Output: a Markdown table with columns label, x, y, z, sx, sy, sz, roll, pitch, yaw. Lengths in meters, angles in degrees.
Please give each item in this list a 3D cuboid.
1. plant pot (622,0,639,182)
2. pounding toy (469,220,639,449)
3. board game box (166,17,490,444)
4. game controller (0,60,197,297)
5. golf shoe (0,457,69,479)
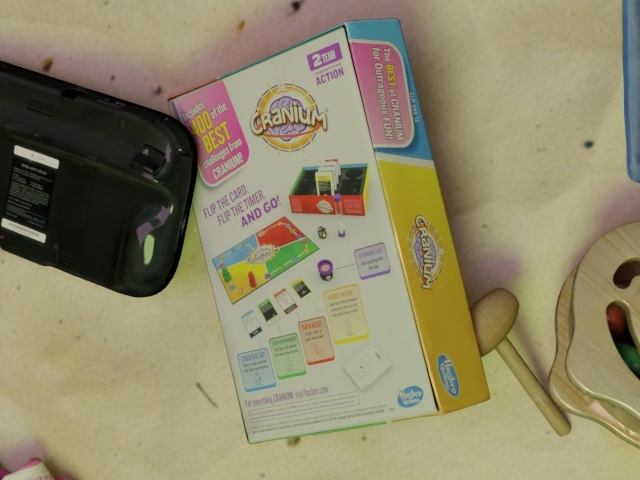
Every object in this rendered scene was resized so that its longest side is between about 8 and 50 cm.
| label | x | y | z | sx | sy | sz | roll | pitch | yaw |
| --- | --- | --- | --- | --- | --- | --- | --- | --- | --- |
| plant pot | 0.327 | -0.191 | 1.162 | 0.212 | 0.236 | 0.236 | 0 | 120 | 11 |
| pounding toy | 0.258 | 0.088 | 1.309 | 0.270 | 0.155 | 0.154 | 29 | 72 | 5 |
| board game box | 0.000 | 0.000 | 1.334 | 0.242 | 0.064 | 0.316 | -15 | 87 | 47 |
| game controller | -0.249 | -0.062 | 1.445 | 0.319 | 0.067 | 0.166 | 20 | 112 | 30 |
| golf shoe | -0.245 | 0.283 | 1.456 | 0.306 | 0.115 | 0.140 | 19 | 94 | 15 |
